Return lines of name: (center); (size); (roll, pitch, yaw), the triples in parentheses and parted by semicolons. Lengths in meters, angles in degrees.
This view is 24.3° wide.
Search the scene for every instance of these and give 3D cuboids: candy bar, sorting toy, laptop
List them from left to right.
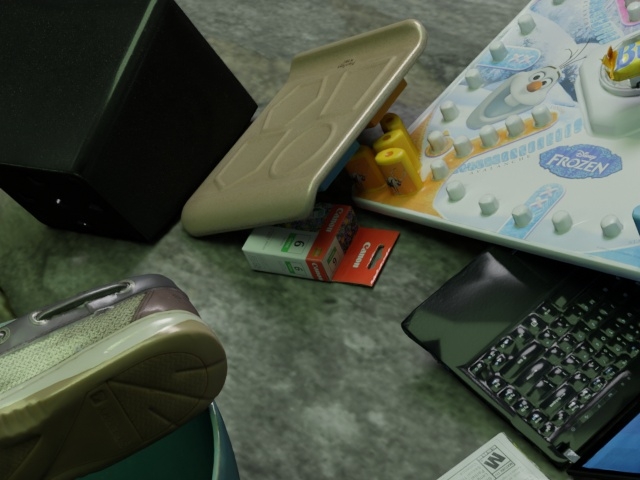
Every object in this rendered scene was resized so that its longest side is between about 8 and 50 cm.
sorting toy: (-0.012, -0.089, 1.263); (0.193, 0.038, 0.208); (-8, 43, 53)
laptop: (0.218, 0.034, 1.015); (0.234, 0.136, 0.264); (-39, 58, -15)
candy bar: (0.283, -0.152, 1.086); (0.161, 0.018, 0.040); (-18, 35, 20)

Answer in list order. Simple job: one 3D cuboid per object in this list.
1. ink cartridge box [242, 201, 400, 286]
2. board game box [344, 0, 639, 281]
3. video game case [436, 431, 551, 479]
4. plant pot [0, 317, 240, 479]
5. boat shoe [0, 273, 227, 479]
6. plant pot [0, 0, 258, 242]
ink cartridge box: (0.000, 0.000, 1.219); (0.115, 0.029, 0.063); (8, 53, 30)
board game box: (0.257, -0.142, 1.160); (0.390, 0.050, 0.390); (-46, 35, -21)
video game case: (0.087, 0.253, 0.933); (0.232, 0.042, 0.210); (-35, 40, -10)
plant pot: (-0.168, 0.220, 0.972); (0.290, 0.195, 0.290); (-12, 46, 13)
boat shoe: (-0.197, 0.105, 0.885); (0.285, 0.103, 0.092); (-26, 40, -6)
plant pot: (-0.198, -0.104, 1.304); (0.188, 0.187, 0.167); (10, 67, 30)
